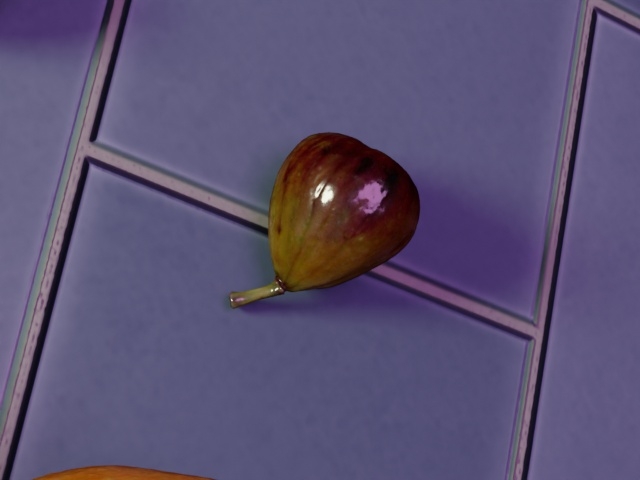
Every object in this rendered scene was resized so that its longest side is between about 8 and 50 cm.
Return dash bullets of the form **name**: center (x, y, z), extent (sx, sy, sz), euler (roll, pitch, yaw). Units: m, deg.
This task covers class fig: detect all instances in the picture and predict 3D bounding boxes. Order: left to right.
- **fig**: center (0.000, 0.000, 1.117), extent (0.089, 0.089, 0.125), euler (37, 82, -18)

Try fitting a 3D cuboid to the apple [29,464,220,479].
- **apple**: center (-0.080, 0.239, 0.876), extent (0.299, 0.299, 0.275), euler (42, 45, -16)
